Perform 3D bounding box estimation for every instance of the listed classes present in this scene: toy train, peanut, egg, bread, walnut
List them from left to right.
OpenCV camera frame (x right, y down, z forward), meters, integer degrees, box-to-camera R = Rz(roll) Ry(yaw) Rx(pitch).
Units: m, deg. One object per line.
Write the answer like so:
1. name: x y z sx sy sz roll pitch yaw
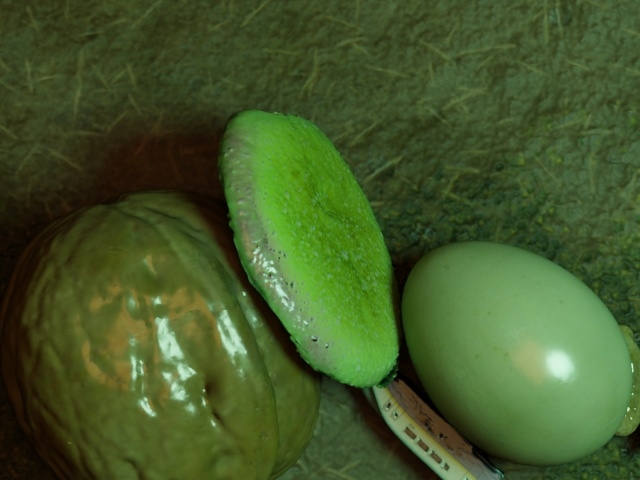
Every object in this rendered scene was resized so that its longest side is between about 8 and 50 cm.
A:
1. walnut: -0.147 0.114 1.693 0.332 0.333 0.333 0 82 1
2. bread: 0.001 0.005 1.704 0.045 0.301 0.301 -25 81 24
3. toy train: 0.085 0.170 1.793 0.234 0.052 0.051 43 89 6
4. egg: 0.186 0.105 1.732 0.188 0.188 0.254 -42 74 -5
5. peanut: 0.300 0.140 1.794 0.054 0.054 0.113 1 79 1
